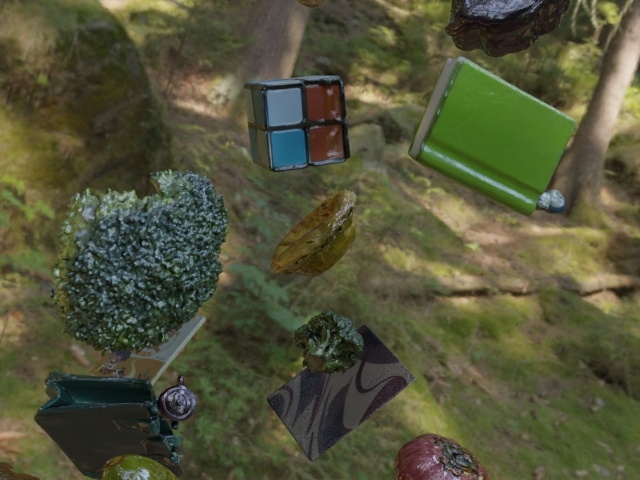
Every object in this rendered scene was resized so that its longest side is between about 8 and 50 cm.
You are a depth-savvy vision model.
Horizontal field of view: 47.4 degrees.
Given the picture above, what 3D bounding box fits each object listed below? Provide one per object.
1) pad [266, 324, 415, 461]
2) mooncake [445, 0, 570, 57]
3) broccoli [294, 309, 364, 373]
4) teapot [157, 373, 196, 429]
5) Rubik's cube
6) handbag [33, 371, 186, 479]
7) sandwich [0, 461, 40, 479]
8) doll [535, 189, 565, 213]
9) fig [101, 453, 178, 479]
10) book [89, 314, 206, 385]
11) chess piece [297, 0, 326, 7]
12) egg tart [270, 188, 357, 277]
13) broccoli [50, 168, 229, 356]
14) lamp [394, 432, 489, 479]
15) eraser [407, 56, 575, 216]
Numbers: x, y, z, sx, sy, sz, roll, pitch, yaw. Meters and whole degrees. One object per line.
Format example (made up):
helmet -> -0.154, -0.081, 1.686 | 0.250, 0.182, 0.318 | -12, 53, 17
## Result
pad -> 0.048, 0.373, 1.833 | 0.220, 0.330, 0.004 | 45, -15, 36
mooncake -> 0.484, -0.680, 1.939 | 0.350, 0.381, 0.212 | 1, -16, 18
broccoli -> 0.016, 0.233, 1.607 | 0.146, 0.162, 0.138 | 49, 41, -1
teapot -> -0.255, 0.287, 1.301 | 0.067, 0.100, 0.045 | 10, -21, -19
Rubik's cube -> -0.052, -0.251, 1.537 | 0.180, 0.184, 0.167 | -12, 15, -16
handbag -> -0.413, 0.388, 1.473 | 0.238, 0.089, 0.327 | -1, -42, 7
sandwich -> -0.355, 0.276, 0.821 | 0.135, 0.029, 0.067 | -1, -2, 34
doll -> 0.523, -0.093, 1.673 | 0.083, 0.076, 0.050 | 8, -31, -14
fig -> -0.307, 0.439, 1.233 | 0.144, 0.166, 0.154 | -8, 10, 40
book -> -0.492, 0.303, 2.093 | 0.207, 0.020, 0.295 | 9, 43, 28
chess piece -> -0.061, -0.422, 1.152 | 0.170, 0.094, 0.094 | 22, 2, -19
egg tart -> 0.000, 0.000, 1.789 | 0.116, 0.295, 0.295 | 48, -2, -10
broccoli -> -0.327, 0.005, 1.262 | 0.301, 0.375, 0.249 | 23, -27, 23
lamp -> 0.208, 0.426, 1.268 | 0.182, 0.140, 0.182 | 24, 20, -10
eraser -> 0.316, -0.191, 1.368 | 0.274, 0.210, 0.092 | 21, 7, -19
